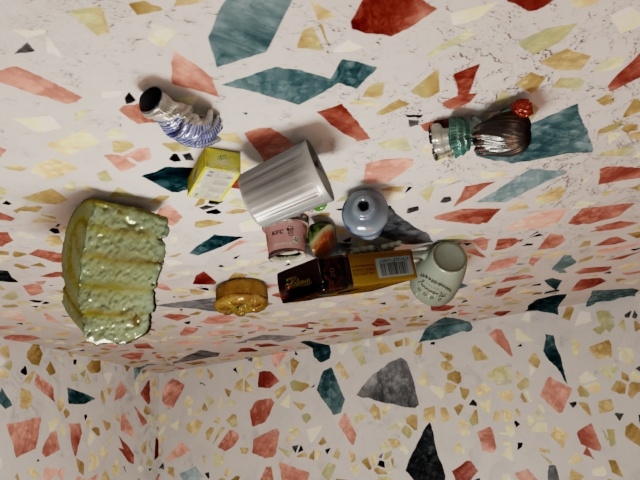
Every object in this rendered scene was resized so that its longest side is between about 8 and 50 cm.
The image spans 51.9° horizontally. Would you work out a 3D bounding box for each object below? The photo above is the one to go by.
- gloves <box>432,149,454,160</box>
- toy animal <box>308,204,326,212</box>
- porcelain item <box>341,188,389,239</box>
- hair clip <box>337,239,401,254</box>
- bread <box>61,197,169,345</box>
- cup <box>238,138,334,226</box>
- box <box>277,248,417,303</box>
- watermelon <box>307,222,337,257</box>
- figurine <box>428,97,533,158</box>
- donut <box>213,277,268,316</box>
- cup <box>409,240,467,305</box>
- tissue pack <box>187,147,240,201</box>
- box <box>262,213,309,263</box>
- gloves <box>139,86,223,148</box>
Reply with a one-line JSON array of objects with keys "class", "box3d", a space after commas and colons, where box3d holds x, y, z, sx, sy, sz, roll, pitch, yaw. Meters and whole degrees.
[{"class": "gloves", "box3d": [0.327, -0.229, 1.728, 0.080, 0.038, 0.044, -11, -174, -14]}, {"class": "toy animal", "box3d": [-0.081, -0.125, 1.833, 0.208, 0.100, 0.103, -5, -169, -37]}, {"class": "porcelain item", "box3d": [0.139, -0.071, 1.971, 0.141, 0.141, 0.259, -8, 167, 8]}, {"class": "hair clip", "box3d": [0.174, 0.036, 2.369, 0.220, 0.054, 0.140, -8, 159, -7]}, {"class": "bread", "box3d": [-0.608, 0.092, 1.888, 0.239, 0.396, 0.264, 11, 173, -36]}, {"class": "cup", "box3d": [-0.080, -0.131, 1.662, 0.202, 0.167, 0.221, -24, 164, 9]}, {"class": "box", "box3d": [0.089, 0.121, 2.255, 0.415, 0.116, 0.264, -4, 170, -37]}, {"class": "watermelon", "box3d": [0.005, 0.002, 2.133, 0.063, 0.119, 0.245, 5, 168, 13]}, {"class": "figurine", "box3d": [0.385, -0.260, 1.580, 0.245, 0.110, 0.138, -5, 142, 16]}, {"class": "donut", "box3d": [-0.318, 0.232, 2.654, 0.226, 0.114, 0.227, -4, 158, -2]}, {"class": "cup", "box3d": [0.413, 0.100, 2.449, 0.257, 0.186, 0.234, 22, 150, 7]}, {"class": "tissue pack", "box3d": [-0.279, -0.169, 1.710, 0.095, 0.062, 0.176, 7, 156, -23]}, {"class": "box", "box3d": [-0.109, -0.004, 2.074, 0.151, 0.135, 0.151, -3, 160, -1]}, {"class": "gloves", "box3d": [-0.301, -0.261, 1.451, 0.119, 0.097, 0.229, 17, -179, 38]}]
